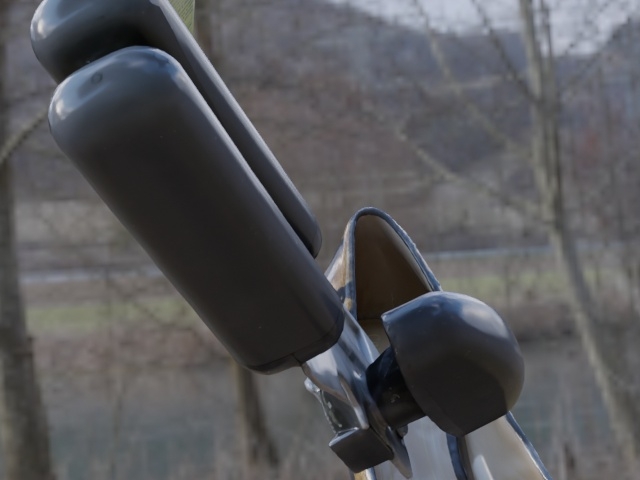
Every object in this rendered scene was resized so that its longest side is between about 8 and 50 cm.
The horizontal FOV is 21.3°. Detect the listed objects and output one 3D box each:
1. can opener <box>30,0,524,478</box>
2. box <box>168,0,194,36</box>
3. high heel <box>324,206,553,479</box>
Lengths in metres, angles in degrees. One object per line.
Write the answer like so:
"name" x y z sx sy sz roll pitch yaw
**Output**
"can opener" 0.000 0.000 0.628 0.095 0.076 0.283 -24 -38 8
"box" -0.117 -0.169 1.076 0.058 0.232 0.087 14 37 11
"high heel" 0.057 0.077 0.752 0.093 0.186 0.261 -7 2 -18
